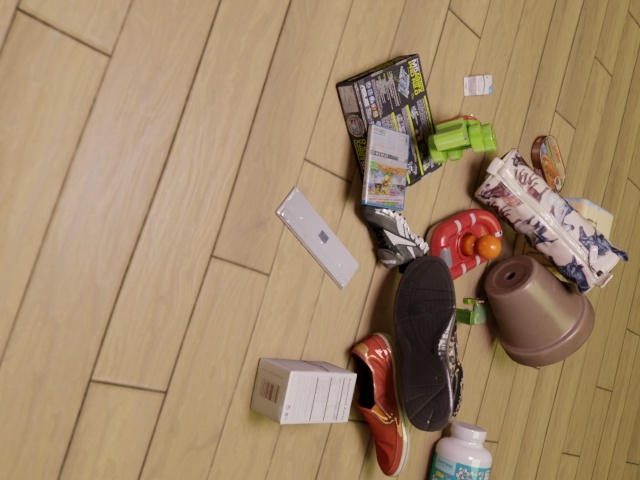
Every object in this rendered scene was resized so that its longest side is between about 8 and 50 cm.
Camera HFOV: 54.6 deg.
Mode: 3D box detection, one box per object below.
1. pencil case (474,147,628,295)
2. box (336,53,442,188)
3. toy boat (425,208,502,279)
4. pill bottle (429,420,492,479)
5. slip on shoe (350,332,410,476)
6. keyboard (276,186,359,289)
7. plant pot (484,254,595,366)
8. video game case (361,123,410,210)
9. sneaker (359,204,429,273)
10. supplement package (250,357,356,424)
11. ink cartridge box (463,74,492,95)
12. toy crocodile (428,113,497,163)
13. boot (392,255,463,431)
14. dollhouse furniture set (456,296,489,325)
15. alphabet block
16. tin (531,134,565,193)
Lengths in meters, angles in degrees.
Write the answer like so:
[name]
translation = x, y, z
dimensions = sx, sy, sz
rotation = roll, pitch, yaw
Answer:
[pencil case]
translation = 0.572, -0.050, 1.574
dimensions = 0.160, 0.183, 0.410
rotation = -45, 85, 0
[box]
translation = 0.160, -0.249, 1.372
dimensions = 0.216, 0.060, 0.270
rotation = -33, 117, -34
[toy boat]
translation = 0.379, 0.011, 1.536
dimensions = 0.231, 0.151, 0.151
rotation = -25, 112, -36
[pill bottle]
translation = 0.357, 0.610, 1.601
dimensions = 0.146, 0.146, 0.264
rotation = 16, 85, -41
[slip on shoe]
translation = 0.127, 0.375, 1.397
dimensions = 0.101, 0.123, 0.332
rotation = -12, 100, -26
[keyboard]
translation = 0.000, 0.000, 1.299
dimensions = 0.256, 0.014, 0.072
rotation = 51, 59, -34
[plant pot]
translation = 0.555, 0.166, 1.657
dimensions = 0.229, 0.263, 0.263
rotation = 47, 65, -25
[video game case]
translation = 0.139, -0.152, 1.310
dimensions = 0.119, 0.015, 0.167
rotation = 7, 88, -41
[sneaker]
translation = 0.159, 0.004, 1.393
dimensions = 0.234, 0.078, 0.106
rotation = 39, 68, -40
[supplement package]
translation = -0.032, 0.302, 1.247
dimensions = 0.179, 0.105, 0.105
rotation = 14, 87, -42
[ink cartridge box]
translation = 0.402, -0.395, 1.584
dimensions = 0.083, 0.028, 0.048
rotation = -15, 105, -38
[toy crocodile]
translation = 0.321, -0.240, 1.410
dimensions = 0.340, 0.115, 0.105
rotation = -20, 97, -63
[boot]
translation = 0.260, 0.250, 1.434
dimensions = 0.284, 0.138, 0.378
rotation = 50, 36, -65
[dollhouse furniture set]
translation = 0.424, 0.193, 1.661
dimensions = 0.151, 0.058, 0.076
rotation = 1, 95, -41
[alphabet block]
translation = 0.697, -0.007, 1.785
dimensions = 0.192, 0.193, 0.197
rotation = 18, 84, -40
[tin]
translation = 0.678, -0.224, 1.844
dimensions = 0.106, 0.040, 0.190
rotation = -42, 121, -24
